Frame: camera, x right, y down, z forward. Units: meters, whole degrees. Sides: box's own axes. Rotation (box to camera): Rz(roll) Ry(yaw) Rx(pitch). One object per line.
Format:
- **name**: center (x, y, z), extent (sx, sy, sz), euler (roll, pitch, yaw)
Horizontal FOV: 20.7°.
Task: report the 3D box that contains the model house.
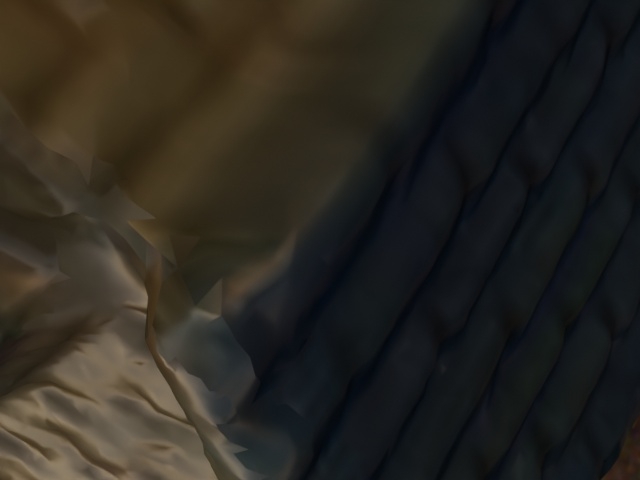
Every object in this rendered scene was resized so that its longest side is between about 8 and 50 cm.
- **model house**: center (-0.077, -0.018, 0.580), extent (0.400, 0.395, 0.445), euler (39, 144, -14)
